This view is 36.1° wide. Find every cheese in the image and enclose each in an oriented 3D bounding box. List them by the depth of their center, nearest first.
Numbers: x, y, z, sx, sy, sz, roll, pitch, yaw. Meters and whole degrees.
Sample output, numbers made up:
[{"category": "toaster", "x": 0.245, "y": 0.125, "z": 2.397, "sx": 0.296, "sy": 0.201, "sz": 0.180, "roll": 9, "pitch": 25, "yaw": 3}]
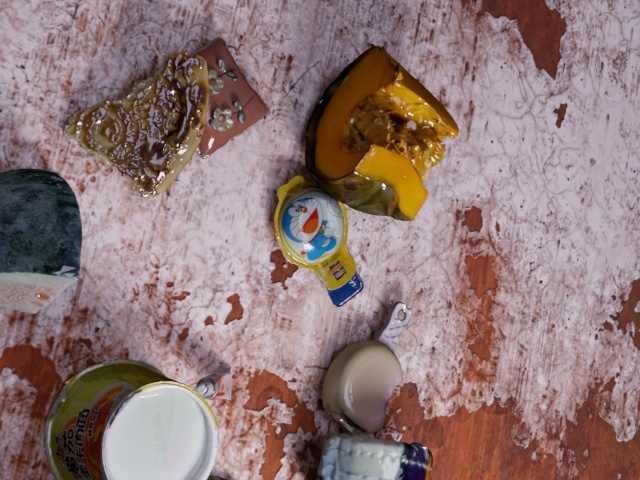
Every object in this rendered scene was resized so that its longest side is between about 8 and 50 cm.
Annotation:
[{"category": "cheese", "x": 0.000, "y": 0.000, "z": 1.934, "sx": 0.177, "sy": 0.069, "sz": 0.270, "roll": -36, "pitch": 107, "yaw": -29}, {"category": "cheese", "x": 0.112, "y": 0.251, "z": 1.987, "sx": 0.163, "sy": 0.082, "sz": 0.286, "roll": 45, "pitch": 64, "yaw": -24}]

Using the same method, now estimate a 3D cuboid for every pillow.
[{"category": "pillow", "x": -0.196, "y": -0.267, "z": 1.818, "sx": 0.171, "sy": 0.075, "sz": 0.179, "roll": -39, "pitch": 106, "yaw": -25}]

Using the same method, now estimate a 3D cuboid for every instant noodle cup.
[{"category": "instant noodle cup", "x": -0.302, "y": 0.332, "z": 1.641, "sx": 0.264, "sy": 0.200, "sz": 0.264, "roll": 2, "pitch": 87, "yaw": -34}]

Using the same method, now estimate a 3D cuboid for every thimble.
[{"category": "thimble", "x": 0.096, "y": 0.451, "z": 1.881, "sx": 0.237, "sy": 0.237, "sz": 0.150, "roll": 20, "pitch": 73, "yaw": -31}]

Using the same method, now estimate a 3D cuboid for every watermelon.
[{"category": "watermelon", "x": -0.468, "y": 0.022, "z": 1.561, "sx": 0.320, "sy": 0.289, "sz": 0.214, "roll": -46, "pitch": 142, "yaw": -40}]

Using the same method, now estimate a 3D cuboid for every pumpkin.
[{"category": "pumpkin", "x": 0.115, "y": -0.201, "z": 1.915, "sx": 0.225, "sy": 0.256, "sz": 0.303, "roll": 33, "pitch": 84, "yaw": -30}]

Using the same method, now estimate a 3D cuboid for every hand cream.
[{"category": "hand cream", "x": -0.183, "y": 0.261, "z": 1.742, "sx": 0.038, "sy": 0.216, "sz": 0.052, "roll": 32, "pitch": 90, "yaw": 11}]

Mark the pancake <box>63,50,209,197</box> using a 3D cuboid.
[{"category": "pancake", "x": -0.324, "y": -0.210, "z": 1.730, "sx": 0.244, "sy": 0.057, "sz": 0.266, "roll": 6, "pitch": 97, "yaw": -14}]

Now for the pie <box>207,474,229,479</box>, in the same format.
[{"category": "pie", "x": -0.188, "y": 0.583, "z": 1.746, "sx": 0.339, "sy": 0.077, "sz": 0.339, "roll": 13, "pitch": 64, "yaw": -30}]
